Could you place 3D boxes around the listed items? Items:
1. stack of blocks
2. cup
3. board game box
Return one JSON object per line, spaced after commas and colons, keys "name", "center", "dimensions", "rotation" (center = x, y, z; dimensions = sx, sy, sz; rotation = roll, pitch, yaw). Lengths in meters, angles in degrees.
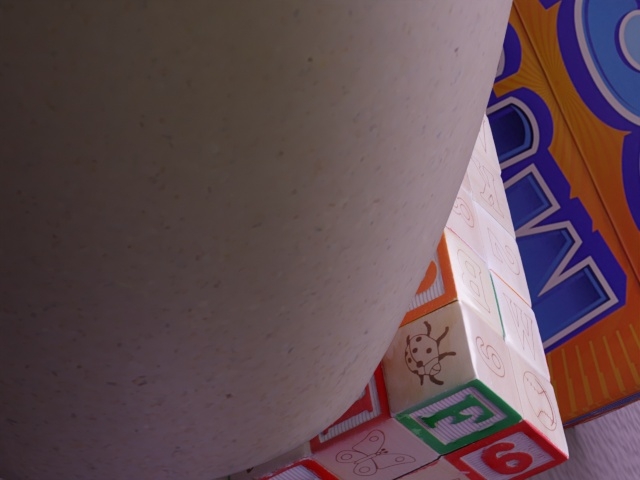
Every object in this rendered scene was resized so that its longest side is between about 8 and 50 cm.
{"name": "stack of blocks", "center": [0.000, 0.000, 0.964], "dimensions": [0.087, 0.171, 0.297], "rotation": [41, 30, -43]}
{"name": "cup", "center": [-0.076, -0.048, 0.728], "dimensions": [0.331, 0.331, 0.237], "rotation": [-64, 149, -63]}
{"name": "board game box", "center": [0.198, -0.093, 1.253], "dimensions": [0.356, 0.356, 0.356], "rotation": [-3, 68, -66]}
